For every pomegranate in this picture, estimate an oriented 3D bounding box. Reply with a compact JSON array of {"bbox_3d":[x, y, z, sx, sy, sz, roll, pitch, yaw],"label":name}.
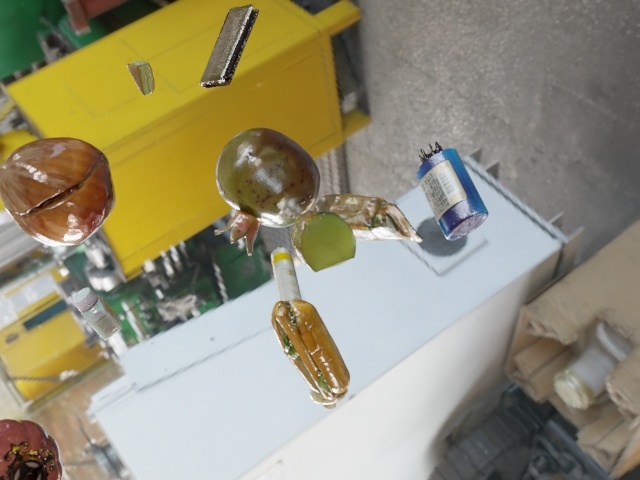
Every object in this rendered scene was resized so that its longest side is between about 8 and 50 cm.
[{"bbox_3d":[-0.156,-0.135,2.296,0.291,0.323,0.291,26,-167,-7],"label":"pomegranate"}]

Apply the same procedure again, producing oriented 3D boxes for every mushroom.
[{"bbox_3d":[0.017,0.324,1.836,0.083,0.083,0.067,22,121,58],"label":"mushroom"}]

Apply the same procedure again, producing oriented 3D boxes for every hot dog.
[{"bbox_3d":[-0.022,0.208,1.612,0.100,0.068,0.249,-7,128,29],"label":"hot dog"}]

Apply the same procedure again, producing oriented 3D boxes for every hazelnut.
[{"bbox_3d":[-0.402,-0.083,1.323,0.182,0.182,0.182,47,158,25],"label":"hazelnut"}]

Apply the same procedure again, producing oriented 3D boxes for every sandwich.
[{"bbox_3d":[-0.342,-0.322,1.644,0.083,0.031,0.044,57,143,15],"label":"sandwich"}]

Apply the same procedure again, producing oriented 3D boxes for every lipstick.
[{"bbox_3d":[-0.082,0.112,2.122,0.264,0.059,0.059,-104,-4,-55],"label":"lipstick"}]

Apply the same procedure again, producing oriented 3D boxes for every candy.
[{"bbox_3d":[0.107,-0.050,1.995,0.271,0.101,0.143,9,152,45],"label":"candy"}]

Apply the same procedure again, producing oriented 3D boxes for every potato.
[{"bbox_3d":[0.000,0.000,1.651,0.054,0.198,0.119,15,96,35],"label":"potato"}]

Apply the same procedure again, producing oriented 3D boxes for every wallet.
[{"bbox_3d":[-0.207,-0.439,1.935,0.031,0.198,0.110,29,166,-36],"label":"wallet"}]

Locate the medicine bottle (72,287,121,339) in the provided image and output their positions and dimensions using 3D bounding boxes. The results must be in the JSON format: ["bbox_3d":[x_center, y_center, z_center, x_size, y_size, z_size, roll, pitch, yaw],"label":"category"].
[{"bbox_3d":[-0.523,0.168,2.005,0.118,0.055,0.074,54,178,-29],"label":"medicine bottle"}]

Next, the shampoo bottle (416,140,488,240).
[{"bbox_3d":[0.221,-0.093,1.488,0.050,0.087,0.183,23,-143,-46],"label":"shampoo bottle"}]

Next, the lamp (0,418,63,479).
[{"bbox_3d":[-0.531,0.394,1.459,0.140,0.182,0.182,-9,116,39],"label":"lamp"}]
